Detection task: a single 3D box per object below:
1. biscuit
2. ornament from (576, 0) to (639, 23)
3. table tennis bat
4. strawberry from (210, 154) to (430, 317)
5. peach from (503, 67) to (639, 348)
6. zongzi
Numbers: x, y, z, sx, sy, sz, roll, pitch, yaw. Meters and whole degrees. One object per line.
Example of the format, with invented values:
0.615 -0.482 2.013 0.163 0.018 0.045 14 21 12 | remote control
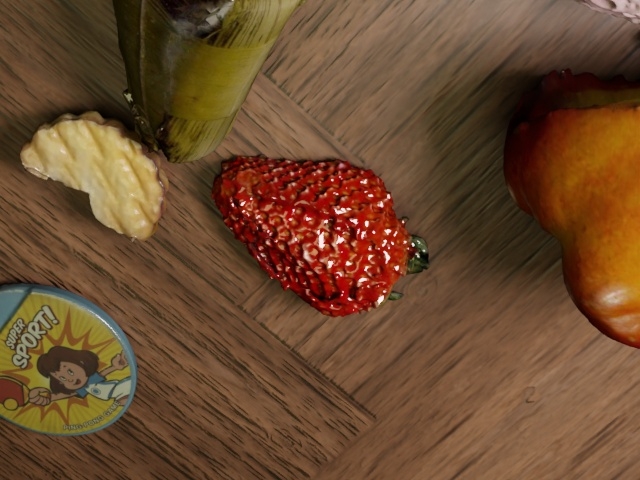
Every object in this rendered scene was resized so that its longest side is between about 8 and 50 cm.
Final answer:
-0.248 -0.087 1.120 0.183 0.061 0.118 41 106 -17 | biscuit
0.328 -0.330 0.903 0.259 0.225 0.260 -6 73 20 | ornament
-0.389 0.134 1.229 0.329 0.044 0.215 36 110 -15 | table tennis bat
0.000 0.000 1.124 0.286 0.106 0.188 22 110 -7 | strawberry
0.398 -0.045 0.968 0.405 0.335 0.310 -9 108 7 | peach
-0.186 -0.258 1.012 0.300 0.145 0.274 43 135 8 | zongzi
